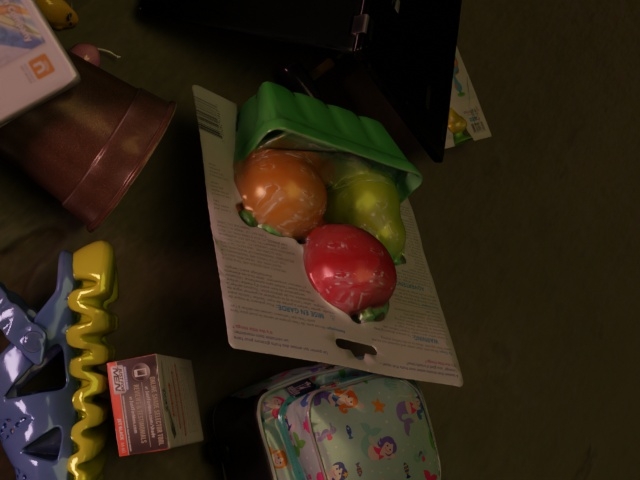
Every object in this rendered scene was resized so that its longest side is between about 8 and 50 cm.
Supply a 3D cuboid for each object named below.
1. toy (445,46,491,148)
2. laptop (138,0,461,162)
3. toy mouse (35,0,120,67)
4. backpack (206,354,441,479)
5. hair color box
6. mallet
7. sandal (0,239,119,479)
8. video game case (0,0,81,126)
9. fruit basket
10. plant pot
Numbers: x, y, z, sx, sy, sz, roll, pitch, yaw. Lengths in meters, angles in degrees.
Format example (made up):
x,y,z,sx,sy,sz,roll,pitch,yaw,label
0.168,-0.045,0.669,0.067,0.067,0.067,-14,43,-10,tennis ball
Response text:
x,y,z,sx,sy,sz,roll,pitch,yaw,label
0.156,-0.245,1.458,0.137,0.056,0.237,-18,81,-41,toy
0.007,-0.355,1.356,0.408,0.236,0.382,44,48,-47,laptop
-0.300,-0.213,1.097,0.161,0.031,0.143,23,63,-32,toy mouse
0.027,0.245,1.124,0.253,0.191,0.225,-12,85,-46,backpack
-0.166,0.168,1.004,0.053,0.167,0.093,-10,80,1,hair color box
0.004,-0.252,1.358,0.062,0.039,0.189,49,47,-13,mallet
-0.275,0.156,0.961,0.138,0.126,0.317,2,77,-7,sandal
-0.435,-0.218,0.893,0.300,0.036,0.329,-31,97,-10,video game case
0.000,0.000,1.143,0.327,0.165,0.353,14,54,-36,fruit basket
-0.265,-0.121,1.023,0.165,0.167,0.167,33,57,-17,plant pot
